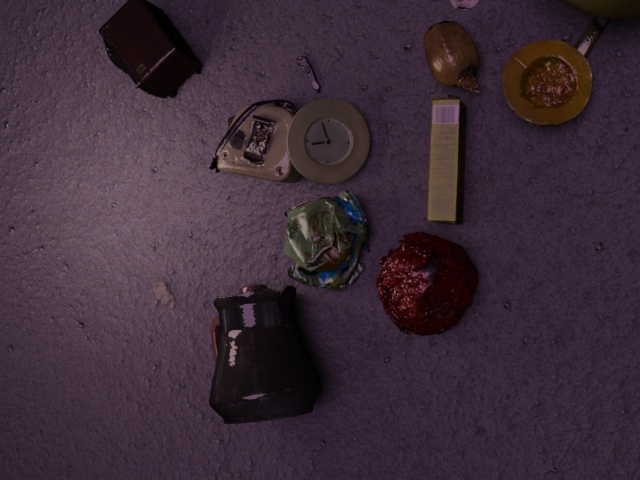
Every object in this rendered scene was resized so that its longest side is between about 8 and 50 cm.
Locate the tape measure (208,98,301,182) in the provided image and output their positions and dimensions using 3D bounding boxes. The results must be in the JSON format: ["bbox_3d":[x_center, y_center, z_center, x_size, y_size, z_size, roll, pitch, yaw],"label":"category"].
[{"bbox_3d":[-0.180,-0.293,1.982,0.271,0.133,0.231,11,94,23],"label":"tape measure"}]

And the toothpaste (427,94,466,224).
[{"bbox_3d":[0.330,-0.204,1.797,0.077,0.110,0.327,2,91,19],"label":"toothpaste"}]

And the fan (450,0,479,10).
[{"bbox_3d":[0.361,-0.652,1.843,0.133,0.005,0.085,-3,89,20],"label":"fan"}]

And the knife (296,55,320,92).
[{"bbox_3d":[-0.032,-0.477,1.984,0.031,0.018,0.121,-28,81,11],"label":"knife"}]

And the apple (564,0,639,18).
[{"bbox_3d":[0.658,-0.722,1.504,0.473,0.473,0.473,0,90,21],"label":"apple"}]

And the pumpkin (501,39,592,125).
[{"bbox_3d":[0.561,-0.377,1.722,0.217,0.110,0.217,-2,80,12],"label":"pumpkin"}]

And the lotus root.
[{"bbox_3d":[0.345,-0.470,1.792,0.125,0.118,0.221,-30,76,35],"label":"lotus root"}]

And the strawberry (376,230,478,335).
[{"bbox_3d":[0.265,0.107,1.764,0.274,0.220,0.274,-1,87,17],"label":"strawberry"}]

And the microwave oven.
[{"bbox_3d":[-0.513,-0.574,2.080,0.188,0.178,0.247,-40,76,16],"label":"microwave oven"}]

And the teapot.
[{"bbox_3d":[-0.183,0.312,1.923,0.376,0.305,0.361,-20,72,48],"label":"teapot"}]

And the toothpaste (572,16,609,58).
[{"bbox_3d":[0.680,-0.524,1.709,0.049,0.031,0.204,37,104,21],"label":"toothpaste"}]

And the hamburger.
[{"bbox_3d":[0.003,0.005,1.900,0.260,0.150,0.276,-3,89,22],"label":"hamburger"}]

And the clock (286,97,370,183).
[{"bbox_3d":[0.021,-0.272,1.902,0.235,0.029,0.235,0,94,-7],"label":"clock"}]
